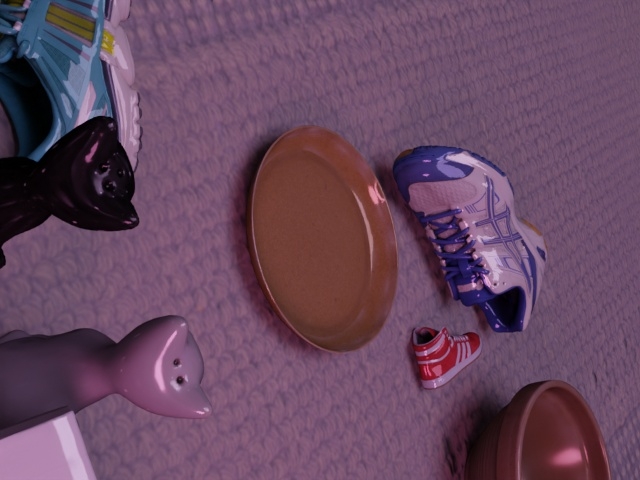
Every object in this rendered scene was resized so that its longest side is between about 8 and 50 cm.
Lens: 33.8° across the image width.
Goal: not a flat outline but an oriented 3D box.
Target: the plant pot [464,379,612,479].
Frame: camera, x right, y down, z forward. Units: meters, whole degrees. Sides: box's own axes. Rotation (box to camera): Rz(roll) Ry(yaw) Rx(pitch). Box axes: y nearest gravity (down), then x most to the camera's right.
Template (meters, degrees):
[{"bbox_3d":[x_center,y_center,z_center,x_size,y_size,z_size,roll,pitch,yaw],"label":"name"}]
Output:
[{"bbox_3d":[0.246,0.289,1.245,0.237,0.110,0.237,20,63,-48],"label":"plant pot"}]

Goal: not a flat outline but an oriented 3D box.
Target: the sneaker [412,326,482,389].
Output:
[{"bbox_3d":[0.147,0.117,1.225,0.118,0.042,0.067,-34,110,-48],"label":"sneaker"}]

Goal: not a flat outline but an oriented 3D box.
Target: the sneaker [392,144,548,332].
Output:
[{"bbox_3d":[0.185,0.005,1.250,0.296,0.112,0.131,40,51,-37],"label":"sneaker"}]

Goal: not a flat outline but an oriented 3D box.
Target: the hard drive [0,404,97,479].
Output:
[{"bbox_3d":[-0.204,0.284,0.657,0.203,0.040,0.307,-19,96,-19],"label":"hard drive"}]

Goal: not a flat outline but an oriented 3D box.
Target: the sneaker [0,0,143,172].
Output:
[{"bbox_3d":[-0.209,-0.166,0.814,0.110,0.107,0.275,-6,85,-43],"label":"sneaker"}]

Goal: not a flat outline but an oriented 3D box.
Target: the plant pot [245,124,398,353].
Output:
[{"bbox_3d":[0.000,0.000,1.082,0.236,0.032,0.236,17,67,-48],"label":"plant pot"}]

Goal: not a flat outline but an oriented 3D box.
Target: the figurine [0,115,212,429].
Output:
[{"bbox_3d":[-0.173,0.035,0.707,0.092,0.209,0.214,-33,106,-51],"label":"figurine"}]
